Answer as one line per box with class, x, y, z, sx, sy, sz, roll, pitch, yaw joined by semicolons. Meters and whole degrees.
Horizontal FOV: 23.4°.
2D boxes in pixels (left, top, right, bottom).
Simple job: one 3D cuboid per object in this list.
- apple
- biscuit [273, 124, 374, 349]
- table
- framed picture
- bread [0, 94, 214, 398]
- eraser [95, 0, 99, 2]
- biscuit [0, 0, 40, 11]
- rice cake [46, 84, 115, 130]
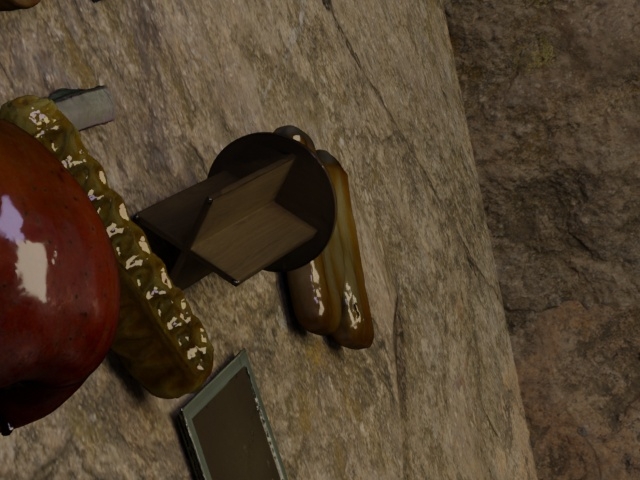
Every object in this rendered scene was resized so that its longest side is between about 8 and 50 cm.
apple;-0.247;0.028;1.052;0.234;0.234;0.234;-15;90;-73
biscuit;0.000;0.000;2.116;0.237;0.062;0.290;28;50;-68
table;-0.099;-0.017;1.696;0.227;0.167;0.167;-33;108;-63
framed picture;-0.078;0.286;1.704;0.231;0.018;0.293;-39;114;-71
bread;-0.199;0.017;1.428;0.084;0.077;0.367;-58;137;-32
eraser;-0.210;-0.296;1.661;0.027;0.085;0.063;52;27;-50
biscuit;-0.316;-0.393;1.410;0.381;0.074;0.359;59;26;-51
rice cake;-0.245;-0.119;1.488;0.206;0.036;0.047;-46;132;-71
